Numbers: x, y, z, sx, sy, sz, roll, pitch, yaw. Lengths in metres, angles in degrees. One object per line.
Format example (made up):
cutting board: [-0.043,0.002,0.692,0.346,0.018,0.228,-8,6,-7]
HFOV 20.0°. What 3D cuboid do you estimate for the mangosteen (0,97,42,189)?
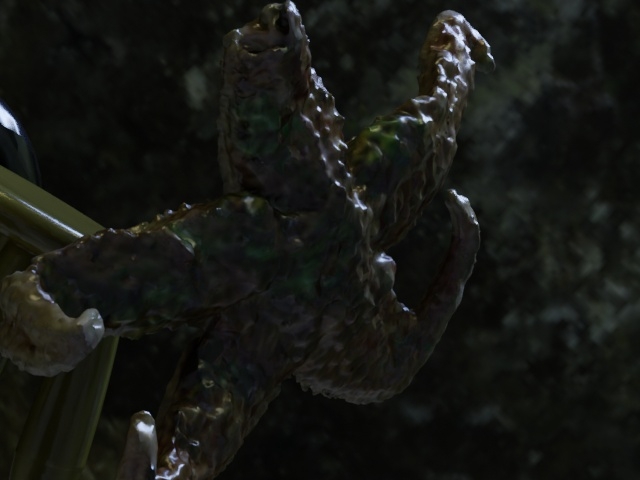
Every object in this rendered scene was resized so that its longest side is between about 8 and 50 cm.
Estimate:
mangosteen: [-0.275,-0.017,1.074,0.243,0.243,0.243,-15,-55,-22]

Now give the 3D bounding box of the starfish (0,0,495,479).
starfish: [-0.009,-0.003,0.503,0.209,0.053,0.150,-50,-34,-35]

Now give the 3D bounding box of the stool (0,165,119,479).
stool: [-0.129,0.031,0.661,0.134,0.135,0.110,32,-91,-18]
